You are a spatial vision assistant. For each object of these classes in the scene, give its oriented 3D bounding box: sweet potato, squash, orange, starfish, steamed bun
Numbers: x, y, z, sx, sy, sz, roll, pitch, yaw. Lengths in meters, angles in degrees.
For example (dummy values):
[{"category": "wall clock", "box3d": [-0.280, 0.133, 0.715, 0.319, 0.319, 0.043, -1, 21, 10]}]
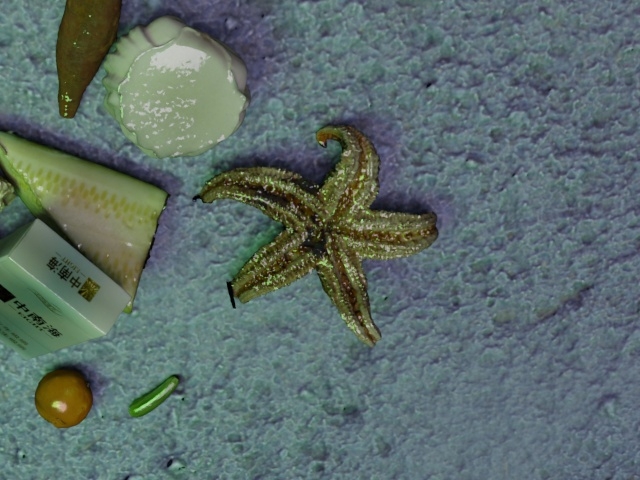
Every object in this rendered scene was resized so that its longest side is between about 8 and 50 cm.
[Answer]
[{"category": "sweet potato", "box3d": [-0.263, -0.270, 1.147, 0.072, 0.066, 0.314, -3, 145, -31]}, {"category": "squash", "box3d": [-0.341, -0.022, 1.256, 0.252, 0.093, 0.170, 20, 73, -17]}, {"category": "orange", "box3d": [-0.358, 0.221, 1.371, 0.083, 0.083, 0.084, -3, 113, -7]}, {"category": "squash", "box3d": [-0.240, 0.228, 1.420, 0.089, 0.027, 0.027, -34, 113, 6]}, {"category": "starfish", "box3d": [-0.001, 0.002, 1.316, 0.303, 0.113, 0.312, -33, 104, 4]}, {"category": "steamed bun", "box3d": [-0.179, -0.189, 1.207, 0.182, 0.106, 0.183, -4, 118, -8]}]

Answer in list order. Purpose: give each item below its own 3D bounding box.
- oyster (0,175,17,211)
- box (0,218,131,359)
[{"category": "oyster", "box3d": [-0.465, -0.065, 1.248, 0.163, 0.081, 0.191, 13, 129, 12]}, {"category": "box", "box3d": [-0.362, 0.068, 1.235, 0.155, 0.067, 0.243, 43, 144, -23]}]
